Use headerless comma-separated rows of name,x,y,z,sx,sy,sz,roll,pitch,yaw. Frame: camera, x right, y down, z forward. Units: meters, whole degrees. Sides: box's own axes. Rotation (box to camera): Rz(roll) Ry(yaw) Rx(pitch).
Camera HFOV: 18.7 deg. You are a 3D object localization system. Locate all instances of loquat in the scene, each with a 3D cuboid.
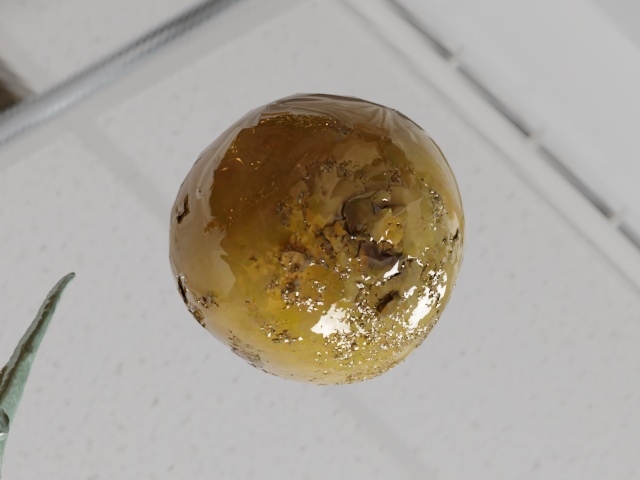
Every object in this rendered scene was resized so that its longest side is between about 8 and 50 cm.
loquat,0.000,0.000,1.513,0.235,0.235,0.235,18,-133,-21

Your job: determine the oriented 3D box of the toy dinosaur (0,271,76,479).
toy dinosaur,-0.229,0.165,1.280,0.092,0.205,0.393,21,-132,-22
